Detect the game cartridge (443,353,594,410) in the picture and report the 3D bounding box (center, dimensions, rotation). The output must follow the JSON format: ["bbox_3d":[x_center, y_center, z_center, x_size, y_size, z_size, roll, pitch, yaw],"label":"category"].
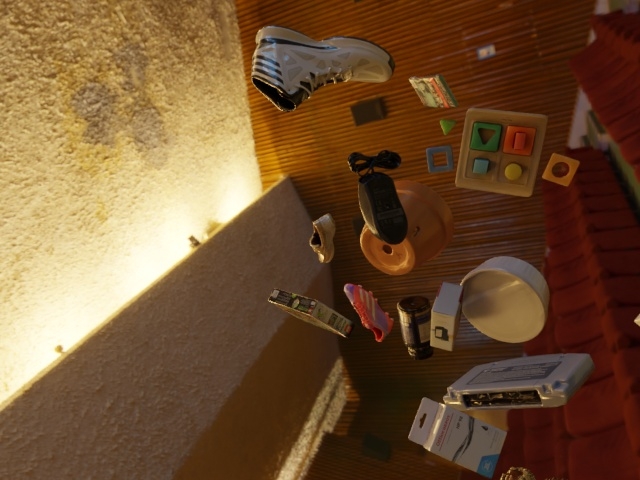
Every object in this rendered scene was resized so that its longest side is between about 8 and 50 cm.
[{"bbox_3d":[0.452,0.321,1.190,0.198,0.297,0.062,-12,-98,-43],"label":"game cartridge"}]

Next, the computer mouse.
[{"bbox_3d":[0.168,-0.115,1.476,0.188,0.072,0.272,-9,-98,-33],"label":"computer mouse"}]

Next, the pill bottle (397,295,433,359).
[{"bbox_3d":[0.363,0.329,1.953,0.123,0.122,0.219,-45,-53,-60],"label":"pill bottle"}]

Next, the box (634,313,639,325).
[{"bbox_3d":[0.495,0.080,0.608,0.114,0.103,0.203,44,166,15],"label":"box"}]

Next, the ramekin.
[{"bbox_3d":[0.580,0.172,1.628,0.127,0.272,0.273,-41,-60,-42],"label":"ramekin"}]

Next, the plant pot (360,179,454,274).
[{"bbox_3d":[0.264,-0.024,1.713,0.203,0.290,0.291,-43,-58,-41],"label":"plant pot"}]

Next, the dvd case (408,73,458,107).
[{"bbox_3d":[0.265,-0.351,1.229,0.013,0.119,0.087,-45,-63,-10],"label":"dvd case"}]

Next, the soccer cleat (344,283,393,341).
[{"bbox_3d":[0.161,0.247,1.803,0.248,0.083,0.095,47,-121,-25],"label":"soccer cleat"}]

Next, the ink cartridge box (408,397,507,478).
[{"bbox_3d":[0.295,0.424,1.130,0.060,0.180,0.104,102,-169,-79],"label":"ink cartridge box"}]

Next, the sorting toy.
[{"bbox_3d":[0.420,-0.202,1.220,0.047,0.347,0.196,-46,-37,-62],"label":"sorting toy"}]

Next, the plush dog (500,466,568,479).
[{"bbox_3d":[0.592,0.665,1.245,0.225,0.262,0.211,-10,-84,-22],"label":"plush dog"}]

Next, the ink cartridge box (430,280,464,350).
[{"bbox_3d":[0.391,0.235,1.611,0.175,0.072,0.127,80,-151,-42],"label":"ink cartridge box"}]

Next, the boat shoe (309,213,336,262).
[{"bbox_3d":[0.000,0.000,1.348,0.170,0.059,0.063,92,153,-48],"label":"boat shoe"}]

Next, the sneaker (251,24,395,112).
[{"bbox_3d":[0.000,-0.493,1.622,0.169,0.447,0.258,100,179,-71],"label":"sneaker"}]

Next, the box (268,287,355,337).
[{"bbox_3d":[-0.025,0.161,1.186,0.114,0.207,0.036,35,-105,-28],"label":"box"}]
